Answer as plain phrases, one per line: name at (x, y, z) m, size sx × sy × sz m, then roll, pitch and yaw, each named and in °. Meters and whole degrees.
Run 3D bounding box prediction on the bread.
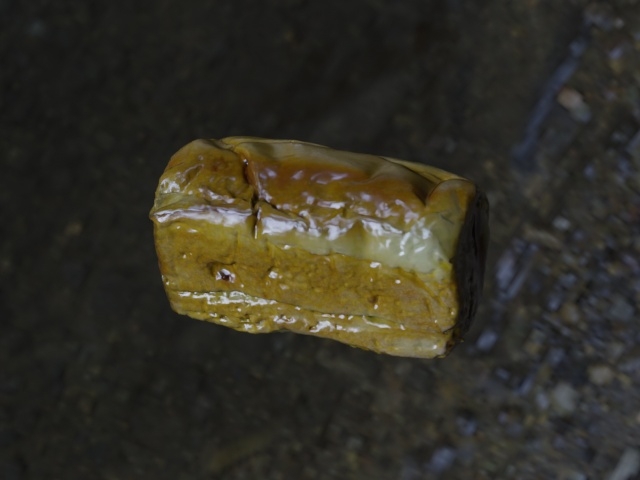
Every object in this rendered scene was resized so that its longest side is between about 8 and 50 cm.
bread at (0.000, 0.000, 1.706) m, size 0.294 × 0.167 × 0.132 m, roll 6°, pitch 33°, yaw 14°
